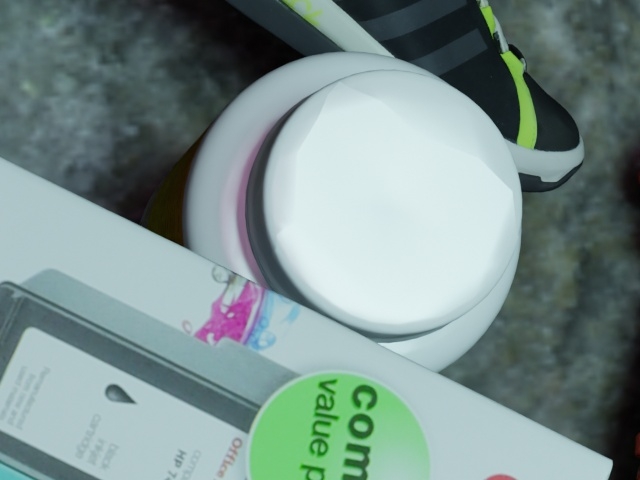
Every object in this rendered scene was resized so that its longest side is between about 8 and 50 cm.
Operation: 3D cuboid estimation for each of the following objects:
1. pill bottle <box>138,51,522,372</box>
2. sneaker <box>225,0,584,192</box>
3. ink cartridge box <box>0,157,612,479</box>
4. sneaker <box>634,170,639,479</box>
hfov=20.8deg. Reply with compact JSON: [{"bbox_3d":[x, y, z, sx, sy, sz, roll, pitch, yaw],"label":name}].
[{"bbox_3d":[0.000,0.000,0.637,0.117,0.215,0.117,2,83,-12],"label":"pill bottle"},{"bbox_3d":[0.036,-0.105,0.688,0.234,0.084,0.097,32,103,-29],"label":"sneaker"},{"bbox_3d":[-0.090,0.110,0.536,0.270,0.197,0.198,26,70,-3],"label":"ink cartridge box"},{"bbox_3d":[0.172,0.037,0.744,0.145,0.090,0.270,44,88,14],"label":"sneaker"}]
